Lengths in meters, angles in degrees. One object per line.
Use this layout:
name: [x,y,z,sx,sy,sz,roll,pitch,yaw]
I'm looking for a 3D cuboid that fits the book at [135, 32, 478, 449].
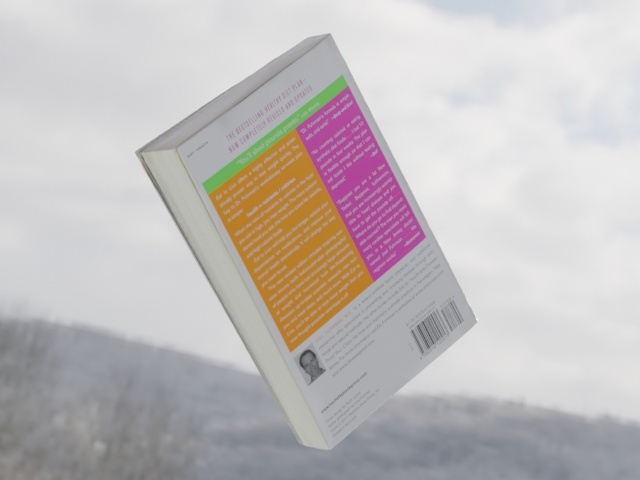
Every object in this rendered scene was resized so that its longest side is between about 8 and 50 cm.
book: [0.000,0.000,0.755,0.035,0.096,0.144,0,-58,56]
